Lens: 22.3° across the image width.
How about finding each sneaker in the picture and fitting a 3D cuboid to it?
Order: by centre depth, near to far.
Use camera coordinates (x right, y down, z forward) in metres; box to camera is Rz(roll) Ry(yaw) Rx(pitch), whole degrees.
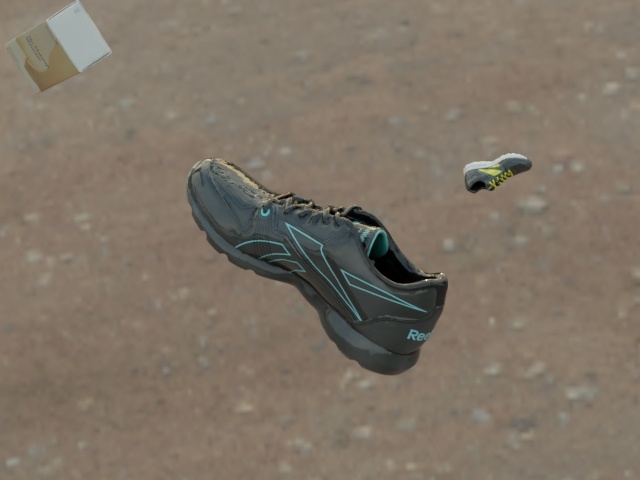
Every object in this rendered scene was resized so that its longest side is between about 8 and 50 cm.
[{"bbox_3d":[0.000,0.000,1.446,0.267,0.106,0.101,38,33,9],"label":"sneaker"},{"bbox_3d":[0.201,-0.073,1.840,0.083,0.031,0.035,-13,53,29],"label":"sneaker"}]

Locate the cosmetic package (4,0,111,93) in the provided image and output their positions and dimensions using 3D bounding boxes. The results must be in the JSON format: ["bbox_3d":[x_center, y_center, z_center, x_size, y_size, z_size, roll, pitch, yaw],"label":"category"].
[{"bbox_3d":[-0.248,-0.180,1.528,0.041,0.060,0.115,-39,12,-28],"label":"cosmetic package"}]
